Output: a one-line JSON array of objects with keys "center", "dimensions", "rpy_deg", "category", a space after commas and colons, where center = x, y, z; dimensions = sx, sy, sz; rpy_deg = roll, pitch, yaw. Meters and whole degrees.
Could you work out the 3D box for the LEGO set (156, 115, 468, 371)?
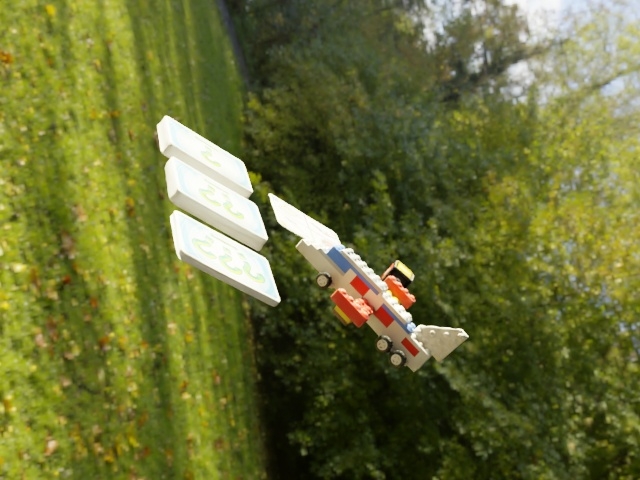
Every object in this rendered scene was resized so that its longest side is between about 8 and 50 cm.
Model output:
[{"center": [0.000, 0.000, 0.592], "dimensions": [0.244, 0.060, 0.182], "rpy_deg": [31, 21, -30], "category": "LEGO set"}]
